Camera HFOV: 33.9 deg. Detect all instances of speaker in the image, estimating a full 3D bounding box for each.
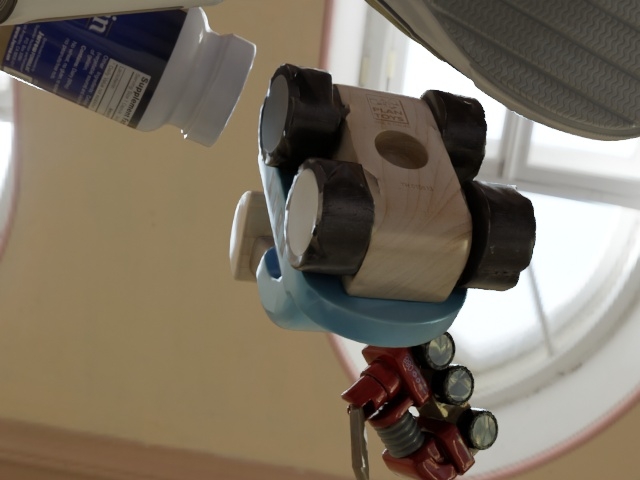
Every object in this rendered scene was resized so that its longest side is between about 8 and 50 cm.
[{"bbox_3d":[-0.103,-0.136,0.506,0.055,0.055,0.136,23,-152,35],"label":"speaker"}]

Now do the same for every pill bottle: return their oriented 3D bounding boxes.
[{"bbox_3d":[-0.212,-0.207,1.113,0.264,0.153,0.153,23,-161,-15],"label":"pill bottle"}]

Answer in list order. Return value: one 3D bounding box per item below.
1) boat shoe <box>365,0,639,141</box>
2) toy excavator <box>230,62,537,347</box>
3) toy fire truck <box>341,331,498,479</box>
[{"bbox_3d":[0.070,-0.162,0.583,0.302,0.109,0.094,36,-175,-1],"label":"boat shoe"},{"bbox_3d":[0.000,0.000,1.193,0.222,0.445,0.433,6,-137,-21],"label":"toy excavator"},{"bbox_3d":[0.110,0.260,1.427,0.246,0.217,0.158,-38,-160,-28],"label":"toy fire truck"}]
